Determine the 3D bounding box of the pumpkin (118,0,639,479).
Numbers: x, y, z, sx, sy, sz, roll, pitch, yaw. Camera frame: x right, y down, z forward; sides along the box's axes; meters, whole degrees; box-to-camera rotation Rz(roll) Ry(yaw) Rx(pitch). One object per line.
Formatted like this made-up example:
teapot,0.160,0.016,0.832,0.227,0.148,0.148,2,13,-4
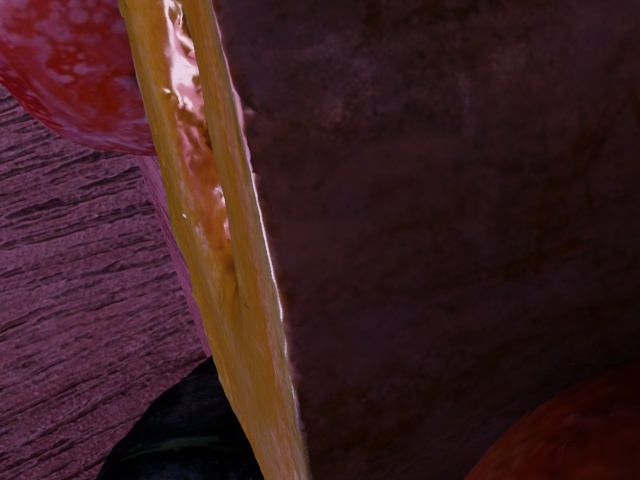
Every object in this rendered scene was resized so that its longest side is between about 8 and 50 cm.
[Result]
pumpkin,0.040,-0.063,0.644,0.332,0.199,0.332,166,90,-79

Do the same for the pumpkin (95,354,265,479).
pumpkin,0.031,0.182,0.926,0.238,0.315,0.315,-29,82,46

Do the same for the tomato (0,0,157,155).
tomato,-0.076,-0.175,0.891,0.270,0.227,0.270,-21,-90,-75

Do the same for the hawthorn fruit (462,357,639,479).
hawthorn fruit,0.118,0.155,0.509,0.262,0.258,0.258,16,-138,-54
